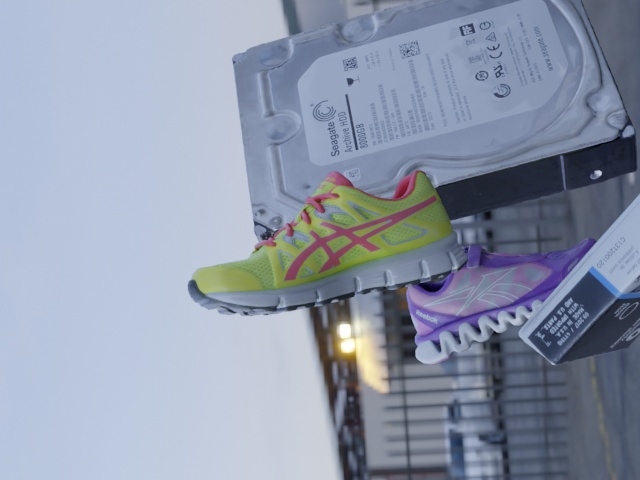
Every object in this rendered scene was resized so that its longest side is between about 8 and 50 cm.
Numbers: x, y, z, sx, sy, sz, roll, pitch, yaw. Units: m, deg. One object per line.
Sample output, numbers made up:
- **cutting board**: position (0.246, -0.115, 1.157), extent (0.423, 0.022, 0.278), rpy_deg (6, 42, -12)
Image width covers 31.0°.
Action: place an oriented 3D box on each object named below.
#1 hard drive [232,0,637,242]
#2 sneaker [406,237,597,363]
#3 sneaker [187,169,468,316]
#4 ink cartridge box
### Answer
- **hard drive**: position (0.093, -0.123, 1.067), extent (0.064, 0.338, 0.237), rpy_deg (65, -167, -52)
- **sneaker**: position (0.193, 0.045, 1.266), extent (0.105, 0.236, 0.095), rpy_deg (64, -166, 2)
- **sneaker**: position (0.000, 0.000, 0.842), extent (0.081, 0.208, 0.094), rpy_deg (166, 91, -70)
- **ink cartridge box**: position (0.270, 0.004, 0.886), extent (0.045, 0.206, 0.208), rpy_deg (47, -154, 23)
